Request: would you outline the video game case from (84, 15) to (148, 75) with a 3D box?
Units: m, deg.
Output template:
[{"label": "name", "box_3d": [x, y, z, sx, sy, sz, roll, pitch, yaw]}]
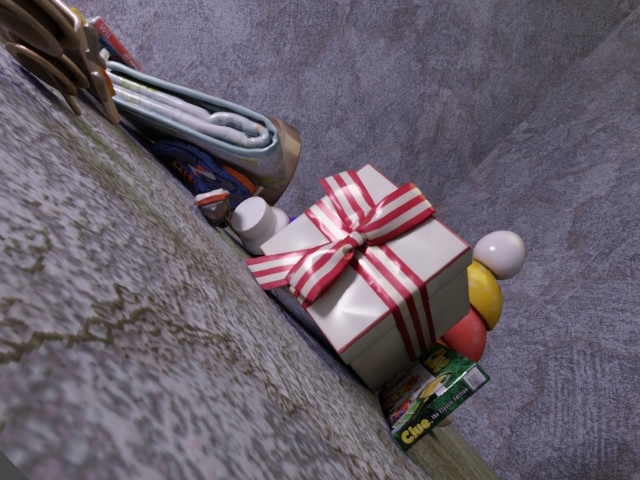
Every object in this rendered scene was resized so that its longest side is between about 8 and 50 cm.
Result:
[{"label": "video game case", "box_3d": [-0.482, -0.412, 1.083, 0.204, 0.025, 0.285, 22, -23, 43]}]

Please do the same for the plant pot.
[{"label": "plant pot", "box_3d": [-0.262, -0.257, 1.256, 0.280, 0.323, 0.323, 27, 9, -37]}]

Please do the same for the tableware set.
[{"label": "tableware set", "box_3d": [-0.279, -0.187, 0.423, 0.128, 0.039, 0.194, 32, -14, -19]}]

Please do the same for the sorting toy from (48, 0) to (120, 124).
[{"label": "sorting toy", "box_3d": [-0.390, -0.311, 0.677, 0.208, 0.038, 0.193, 46, -24, 14]}]

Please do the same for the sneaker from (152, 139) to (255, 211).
[{"label": "sneaker", "box_3d": [-0.247, -0.135, 0.899, 0.221, 0.087, 0.083, 29, -6, -9]}]

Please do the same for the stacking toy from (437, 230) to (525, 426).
[{"label": "stacking toy", "box_3d": [0.312, 0.157, 1.040, 0.350, 0.480, 0.350, 45, -2, 2]}]

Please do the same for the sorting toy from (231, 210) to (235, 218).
[{"label": "sorting toy", "box_3d": [-0.228, -0.071, 1.106, 0.307, 0.041, 0.229, 42, -1, -18]}]

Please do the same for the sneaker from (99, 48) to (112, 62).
[{"label": "sneaker", "box_3d": [-0.480, -0.370, 1.007, 0.121, 0.079, 0.217, 46, -3, -36]}]

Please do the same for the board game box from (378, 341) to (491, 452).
[{"label": "board game box", "box_3d": [0.149, 0.210, 0.633, 0.030, 0.136, 0.260, 52, -2, 8]}]

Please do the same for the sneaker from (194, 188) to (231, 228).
[{"label": "sneaker", "box_3d": [-0.183, -0.050, 0.756, 0.158, 0.061, 0.065, -146, -141, -82]}]

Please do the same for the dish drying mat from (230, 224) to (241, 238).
[{"label": "dish drying mat", "box_3d": [-0.190, -0.024, 0.976, 0.083, 0.008, 0.032, 44, -4, 29]}]

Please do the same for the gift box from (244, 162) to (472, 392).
[{"label": "gift box", "box_3d": [0.058, 0.051, 0.695, 0.276, 0.255, 0.258, 42, -11, 34]}]

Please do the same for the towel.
[{"label": "towel", "box_3d": [-0.252, -0.233, 0.936, 0.374, 0.090, 0.320, 23, -3, 0]}]

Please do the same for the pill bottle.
[{"label": "pill bottle", "box_3d": [-0.093, -0.001, 0.885, 0.108, 0.108, 0.193, 43, -3, 43]}]

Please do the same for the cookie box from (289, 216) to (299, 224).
[{"label": "cookie box", "box_3d": [0.000, 0.000, 0.845, 0.091, 0.040, 0.107, -6, -43, 30]}]
